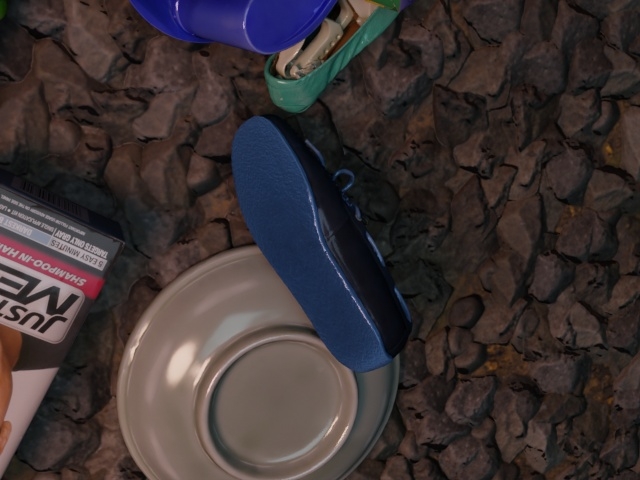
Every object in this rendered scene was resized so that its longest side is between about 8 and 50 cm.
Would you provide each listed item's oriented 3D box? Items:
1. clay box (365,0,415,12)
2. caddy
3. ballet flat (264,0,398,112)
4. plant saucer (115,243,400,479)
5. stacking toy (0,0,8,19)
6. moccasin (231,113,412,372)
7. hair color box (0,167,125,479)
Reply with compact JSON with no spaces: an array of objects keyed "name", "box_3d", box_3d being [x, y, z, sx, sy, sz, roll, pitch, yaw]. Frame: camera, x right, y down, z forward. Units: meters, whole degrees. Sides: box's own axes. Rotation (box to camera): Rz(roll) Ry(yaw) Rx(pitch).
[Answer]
[{"name":"clay box","box_3d":[0.132,-0.366,0.878,0.222,0.053,0.127,-44,152,-40]},{"name":"caddy","box_3d":[-0.077,-0.372,0.826,0.241,0.179,0.341,36,89,-45]},{"name":"ballet flat","box_3d":[0.022,-0.264,0.921,0.247,0.083,0.087,-49,153,0]},{"name":"plant saucer","box_3d":[-0.064,0.206,1.006,0.400,0.100,0.400,-4,104,-17]},{"name":"stacking toy","box_3d":[-0.377,-0.248,0.782,0.141,0.141,0.330,16,102,-21]},{"name":"moccasin","box_3d":[0.000,0.000,0.954,0.117,0.138,0.342,-24,90,-50]},{"name":"hair color box","box_3d":[-0.395,0.116,0.866,0.185,0.113,0.374,27,94,-22]}]
